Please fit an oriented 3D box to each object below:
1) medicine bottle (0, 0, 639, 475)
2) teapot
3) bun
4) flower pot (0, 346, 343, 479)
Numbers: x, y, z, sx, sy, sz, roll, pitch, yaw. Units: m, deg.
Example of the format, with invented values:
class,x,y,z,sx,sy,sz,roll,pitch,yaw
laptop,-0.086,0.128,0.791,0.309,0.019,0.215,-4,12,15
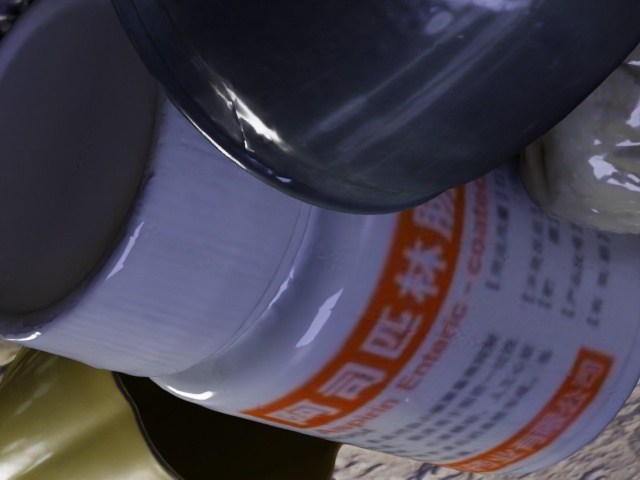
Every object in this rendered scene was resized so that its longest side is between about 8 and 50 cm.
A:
class,x,y,z,sx,sy,sz,roll,pitch,yaw
medicine bottle,0.000,0.000,1.010,0.371,0.211,0.211,19,130,-41
teapot,0.041,-0.193,0.762,0.239,0.321,0.239,-28,179,43
bun,0.209,-0.101,0.955,0.244,0.153,0.244,-28,132,-36
flower pot,-0.109,0.105,1.135,0.195,0.195,0.179,20,142,-40
